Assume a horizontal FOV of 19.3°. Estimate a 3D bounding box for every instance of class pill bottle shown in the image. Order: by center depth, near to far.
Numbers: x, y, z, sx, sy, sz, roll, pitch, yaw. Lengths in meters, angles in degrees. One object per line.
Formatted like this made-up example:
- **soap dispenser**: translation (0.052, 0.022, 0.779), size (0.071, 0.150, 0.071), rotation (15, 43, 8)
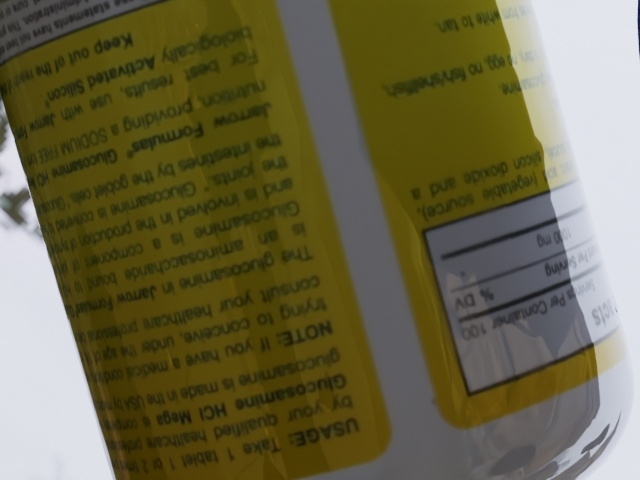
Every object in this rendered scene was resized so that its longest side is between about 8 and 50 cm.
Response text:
- **pill bottle**: translation (0.000, 0.000, 0.659), size (0.188, 0.188, 0.334), rotation (-13, -86, 52)

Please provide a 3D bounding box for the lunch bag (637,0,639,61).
- **lunch bag**: translation (0.210, -0.168, 0.481), size (0.239, 0.327, 0.385), rotation (4, -6, 1)
